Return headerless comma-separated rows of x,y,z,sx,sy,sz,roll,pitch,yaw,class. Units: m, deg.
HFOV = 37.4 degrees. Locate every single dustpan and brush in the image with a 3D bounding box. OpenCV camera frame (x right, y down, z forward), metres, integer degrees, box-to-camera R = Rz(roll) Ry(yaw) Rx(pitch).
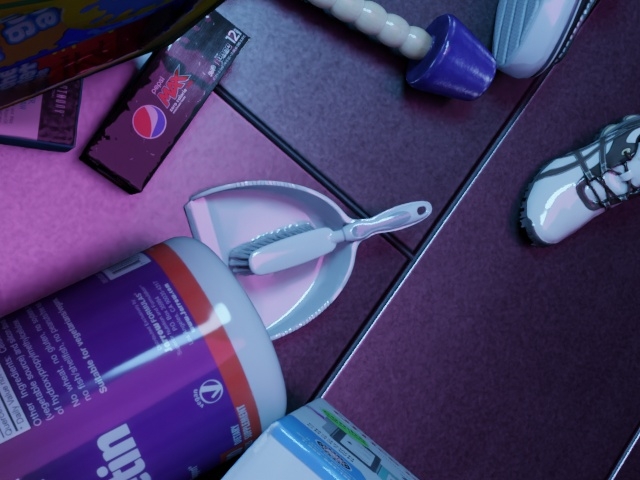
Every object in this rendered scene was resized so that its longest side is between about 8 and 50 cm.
0.000,0.000,0.865,0.211,0.060,0.147,-19,97,-20,dustpan and brush

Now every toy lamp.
0.041,-0.210,0.870,0.275,0.080,0.080,25,82,-21,toy lamp

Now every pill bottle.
-0.200,0.137,0.724,0.323,0.181,0.181,-27,100,-19,pill bottle

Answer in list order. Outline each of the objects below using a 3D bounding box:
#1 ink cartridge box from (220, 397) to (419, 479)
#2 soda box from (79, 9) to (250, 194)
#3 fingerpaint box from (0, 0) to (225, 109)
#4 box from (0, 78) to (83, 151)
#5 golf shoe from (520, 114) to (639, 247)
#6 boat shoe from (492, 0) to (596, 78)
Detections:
-0.003,0.260,0.712,0.198,0.270,0.197,39,89,8,ink cartridge box
-0.135,-0.123,0.815,0.060,0.053,0.168,37,77,-17,soda box
-0.223,-0.147,0.506,0.371,0.445,0.163,-26,100,-20,fingerpaint box
-0.313,-0.137,0.742,0.244,0.060,0.100,7,88,-21,box
0.288,-0.066,0.960,0.198,0.094,0.077,-41,105,-15,golf shoe
0.277,-0.298,0.937,0.119,0.121,0.335,27,79,-15,boat shoe
